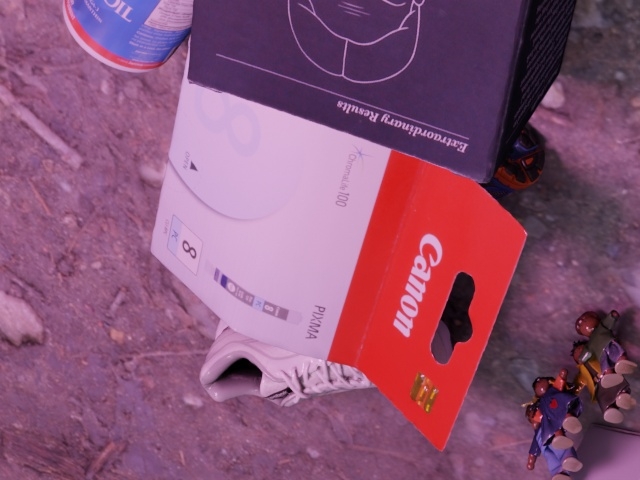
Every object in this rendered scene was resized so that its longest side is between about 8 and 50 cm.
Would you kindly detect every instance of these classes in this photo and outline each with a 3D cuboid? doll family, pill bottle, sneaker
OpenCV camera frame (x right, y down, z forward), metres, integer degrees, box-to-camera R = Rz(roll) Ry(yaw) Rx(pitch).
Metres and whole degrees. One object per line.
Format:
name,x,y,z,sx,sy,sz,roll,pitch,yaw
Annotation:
doll family,0.254,0.155,1.738,0.076,0.111,0.193,29,109,-31
pill bottle,-0.146,-0.271,1.644,0.124,0.124,0.221,40,131,-3
sneaker,0.105,-0.112,1.653,0.221,0.083,0.087,43,139,0
sneaker,0.004,0.130,1.853,0.292,0.118,0.110,-4,118,29

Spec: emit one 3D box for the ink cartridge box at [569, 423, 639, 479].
ink cartridge box,0.302,0.368,1.797,0.121,0.211,0.289,11,125,24

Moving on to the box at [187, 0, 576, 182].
box,0.073,-0.296,1.450,0.293,0.212,0.395,20,128,15

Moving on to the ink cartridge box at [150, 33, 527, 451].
ink cartridge box,0.000,0.000,1.689,0.385,0.091,0.308,43,137,27
